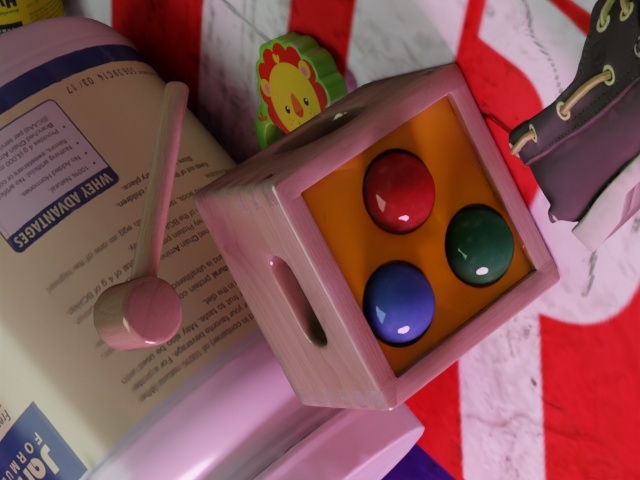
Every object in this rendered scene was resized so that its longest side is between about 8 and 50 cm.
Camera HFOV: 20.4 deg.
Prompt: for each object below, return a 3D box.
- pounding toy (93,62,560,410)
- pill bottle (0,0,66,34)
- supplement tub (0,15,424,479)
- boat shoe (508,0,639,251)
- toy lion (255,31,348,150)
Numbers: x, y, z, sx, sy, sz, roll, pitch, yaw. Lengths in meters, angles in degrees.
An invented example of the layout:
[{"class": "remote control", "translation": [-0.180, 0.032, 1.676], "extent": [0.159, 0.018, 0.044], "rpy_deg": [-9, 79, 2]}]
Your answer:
[{"class": "pounding toy", "translation": [-0.008, -0.005, 0.866], "extent": [0.094, 0.206, 0.181], "rpy_deg": [-6, 115, 58]}, {"class": "pill bottle", "translation": [-0.199, -0.158, 1.138], "extent": [0.065, 0.065, 0.116], "rpy_deg": [27, 142, 40]}, {"class": "supplement tub", "translation": [-0.117, 0.054, 1.059], "extent": [0.325, 0.235, 0.235], "rpy_deg": [49, 151, 11]}, {"class": "boat shoe", "translation": [0.134, -0.071, 0.714], "extent": [0.068, 0.081, 0.228], "rpy_deg": [45, 153, 9]}, {"class": "toy lion", "translation": [-0.010, -0.066, 0.991], "extent": [0.096, 0.034, 0.100], "rpy_deg": [63, 151, 1]}]
